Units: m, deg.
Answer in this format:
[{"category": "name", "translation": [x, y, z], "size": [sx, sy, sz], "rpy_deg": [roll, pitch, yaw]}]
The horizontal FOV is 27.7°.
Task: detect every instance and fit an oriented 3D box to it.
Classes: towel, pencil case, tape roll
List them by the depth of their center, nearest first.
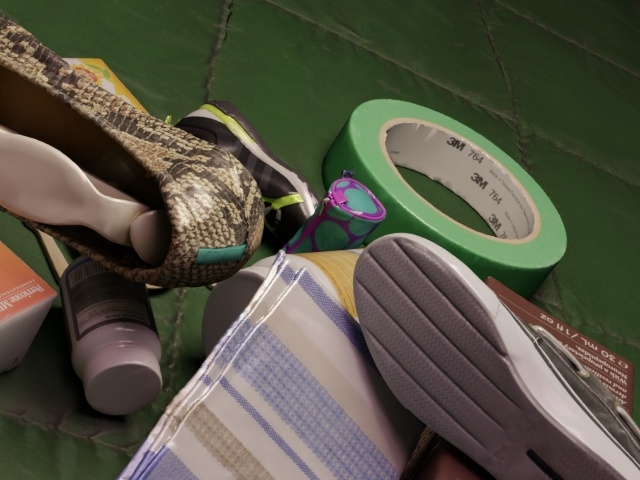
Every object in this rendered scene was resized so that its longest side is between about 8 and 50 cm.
[{"category": "towel", "translation": [-0.031, 0.169, 1.050], "size": [0.209, 0.034, 0.285], "rpy_deg": [48, 50, -15]}, {"category": "pencil case", "translation": [0.000, 0.000, 1.344], "size": [0.070, 0.152, 0.064], "rpy_deg": [15, 43, -31]}, {"category": "tape roll", "translation": [0.159, -0.051, 1.648], "size": [0.321, 0.077, 0.321], "rpy_deg": [25, 31, -16]}]

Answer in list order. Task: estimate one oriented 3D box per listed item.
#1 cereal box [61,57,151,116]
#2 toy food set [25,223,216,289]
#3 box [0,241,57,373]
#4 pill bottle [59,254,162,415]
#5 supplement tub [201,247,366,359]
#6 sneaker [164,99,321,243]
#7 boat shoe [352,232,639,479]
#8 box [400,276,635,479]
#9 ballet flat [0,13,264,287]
[{"category": "cereal box", "translation": [-0.284, -0.124, 1.355], "size": [0.240, 0.047, 0.173], "rpy_deg": [-9, 50, -49]}, {"category": "toy food set", "translation": [-0.189, -0.005, 1.282], "size": [0.192, 0.038, 0.132], "rpy_deg": [2, 43, -43]}, {"category": "box", "translation": [-0.324, 0.039, 1.037], "size": [0.170, 0.091, 0.130], "rpy_deg": [40, 30, 11]}, {"category": "pill bottle", "translation": [-0.181, 0.080, 1.128], "size": [0.078, 0.078, 0.137], "rpy_deg": [14, 36, -30]}, {"category": "supplement tub", "translation": [0.001, 0.082, 1.234], "size": [0.199, 0.144, 0.144], "rpy_deg": [-3, 46, -47]}, {"category": "sneaker", "translation": [-0.090, -0.057, 1.442], "size": [0.097, 0.084, 0.235], "rpy_deg": [-29, 63, -31]}, {"category": "boat shoe", "translation": [0.160, 0.127, 1.108], "size": [0.335, 0.121, 0.119], "rpy_deg": [50, 26, 10]}, {"category": "box", "translation": [0.178, 0.211, 1.226], "size": [0.191, 0.143, 0.381], "rpy_deg": [31, 32, -3]}, {"category": "ballet flat", "translation": [-0.276, -0.096, 1.117], "size": [0.482, 0.164, 0.182], "rpy_deg": [27, 17, 19]}]
